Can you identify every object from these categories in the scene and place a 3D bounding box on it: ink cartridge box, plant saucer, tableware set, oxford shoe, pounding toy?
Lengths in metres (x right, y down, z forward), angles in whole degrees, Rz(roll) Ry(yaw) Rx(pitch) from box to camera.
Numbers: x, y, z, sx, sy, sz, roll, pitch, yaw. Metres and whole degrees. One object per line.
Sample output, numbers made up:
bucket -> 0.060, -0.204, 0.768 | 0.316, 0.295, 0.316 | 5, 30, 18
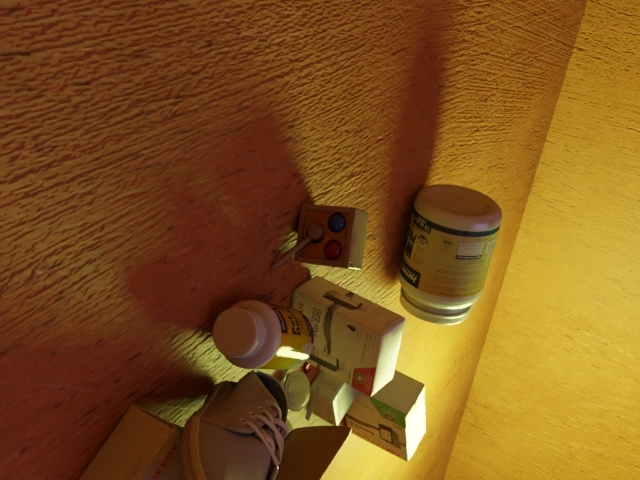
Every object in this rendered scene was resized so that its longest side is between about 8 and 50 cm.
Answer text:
ink cartridge box -> 0.045, 0.189, 1.506 | 0.092, 0.218, 0.159 | -27, 134, -48
ink cartridge box -> 0.171, 0.452, 2.006 | 0.115, 0.198, 0.273 | -52, 151, -30
ink cartridge box -> -0.256, 0.388, 1.164 | 0.172, 0.100, 0.237 | -57, 146, -22
plant saucer -> -0.121, 0.469, 1.298 | 0.333, 0.081, 0.333 | -47, 178, -41
tableware set -> -0.078, 0.366, 1.584 | 0.128, 0.039, 0.194 | 49, 49, -36
oxford shoe -> -0.118, 0.312, 1.162 | 0.449, 0.130, 0.169 | -87, 156, -81
pounding toy -> 0.000, 0.000, 1.388 | 0.100, 0.141, 0.130 | 14, 83, -65
ink cartridge box -> 0.049, 0.340, 1.814 | 0.175, 0.072, 0.127 | -51, 151, -32

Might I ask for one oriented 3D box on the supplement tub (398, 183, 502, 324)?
supplement tub -> 0.328, 0.037, 1.946 | 0.228, 0.228, 0.316 | -32, 137, -53

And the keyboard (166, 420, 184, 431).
keyboard -> -0.278, 0.393, 1.252 | 0.180, 0.023, 0.108 | -61, 155, -12

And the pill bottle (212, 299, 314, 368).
pill bottle -> -0.100, 0.167, 1.310 | 0.117, 0.117, 0.215 | -68, 156, -1

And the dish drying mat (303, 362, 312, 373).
dish drying mat -> -0.013, 0.264, 1.703 | 0.083, 0.008, 0.032 | -54, 151, -27
